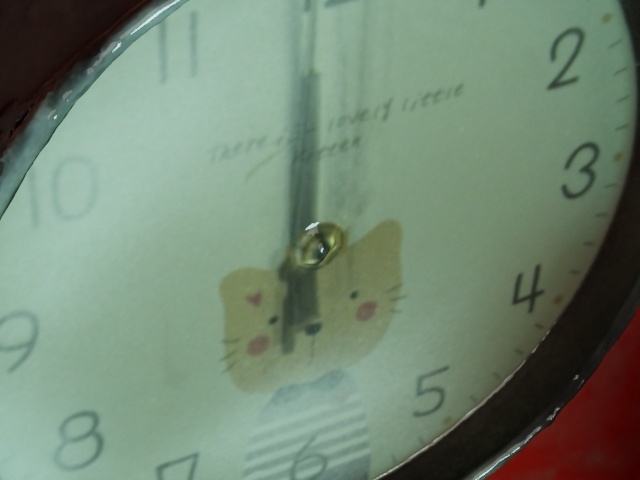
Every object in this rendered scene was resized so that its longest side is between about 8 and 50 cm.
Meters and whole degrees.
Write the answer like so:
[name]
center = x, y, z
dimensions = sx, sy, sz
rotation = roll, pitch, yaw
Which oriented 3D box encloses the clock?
[clock]
center = 0.000, 0.000, 0.429
dimensions = 0.226, 0.049, 0.226
rotation = -19, 134, -21
